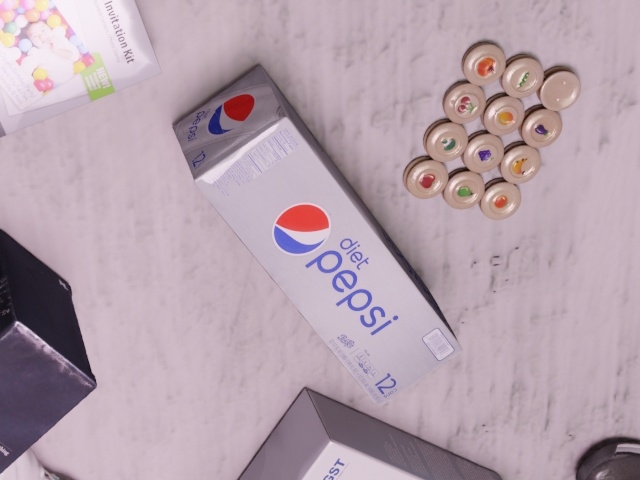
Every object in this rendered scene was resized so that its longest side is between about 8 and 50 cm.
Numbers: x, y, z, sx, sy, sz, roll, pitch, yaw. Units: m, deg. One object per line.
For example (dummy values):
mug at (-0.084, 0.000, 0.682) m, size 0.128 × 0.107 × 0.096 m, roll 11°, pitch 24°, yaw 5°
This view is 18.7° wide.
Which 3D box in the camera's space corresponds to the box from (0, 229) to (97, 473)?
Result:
box at (-0.270, 0.099, 1.521) m, size 0.158 × 0.156 × 0.093 m, roll -42°, pitch 121°, yaw 8°

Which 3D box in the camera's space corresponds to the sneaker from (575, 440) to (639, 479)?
sneaker at (0.344, 0.280, 1.830) m, size 0.228 × 0.132 × 0.086 m, roll 33°, pitch 105°, yaw -30°

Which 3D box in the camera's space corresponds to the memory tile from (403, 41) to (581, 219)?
memory tile at (0.144, -0.089, 1.627) m, size 0.113 × 0.012 × 0.148 m, roll 16°, pitch 113°, yaw -25°

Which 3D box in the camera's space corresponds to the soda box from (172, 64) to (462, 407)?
soda box at (0.000, 0.000, 1.582) m, size 0.091 × 0.098 × 0.286 m, roll -35°, pitch 123°, yaw 5°

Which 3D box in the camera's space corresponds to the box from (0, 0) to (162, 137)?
box at (-0.229, -0.157, 1.457) m, size 0.186 × 0.038 × 0.145 m, roll -22°, pitch 123°, yaw -5°

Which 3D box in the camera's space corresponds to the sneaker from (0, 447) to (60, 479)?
sneaker at (-0.244, 0.218, 1.657) m, size 0.094 × 0.080 × 0.212 m, roll -18°, pitch 130°, yaw -21°

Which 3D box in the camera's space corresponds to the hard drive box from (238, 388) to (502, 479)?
hard drive box at (0.038, 0.262, 1.752) m, size 0.232 × 0.089 × 0.181 m, roll 26°, pitch 108°, yaw -28°
